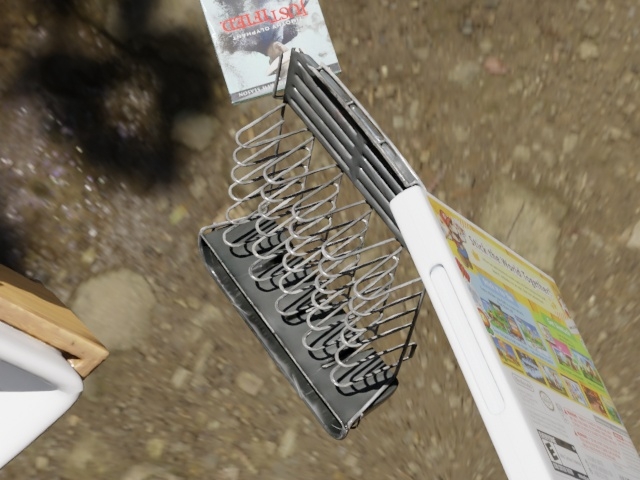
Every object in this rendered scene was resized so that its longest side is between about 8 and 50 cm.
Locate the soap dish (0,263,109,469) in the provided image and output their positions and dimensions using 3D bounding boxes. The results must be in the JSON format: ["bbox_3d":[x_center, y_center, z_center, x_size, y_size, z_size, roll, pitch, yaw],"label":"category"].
[{"bbox_3d":[-0.339,0.080,1.099,0.229,0.291,0.118,-41,42,18],"label":"soap dish"}]

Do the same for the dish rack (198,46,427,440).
[{"bbox_3d":[0.000,0.000,1.112,0.074,0.271,0.208,-28,65,-25],"label":"dish rack"}]

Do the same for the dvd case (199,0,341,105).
[{"bbox_3d":[-0.043,-0.168,1.129,0.087,0.013,0.119,-16,83,-6],"label":"dvd case"}]

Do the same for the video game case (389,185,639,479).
[{"bbox_3d":[0.136,0.086,0.941,0.026,0.227,0.206,-32,60,19],"label":"video game case"}]
